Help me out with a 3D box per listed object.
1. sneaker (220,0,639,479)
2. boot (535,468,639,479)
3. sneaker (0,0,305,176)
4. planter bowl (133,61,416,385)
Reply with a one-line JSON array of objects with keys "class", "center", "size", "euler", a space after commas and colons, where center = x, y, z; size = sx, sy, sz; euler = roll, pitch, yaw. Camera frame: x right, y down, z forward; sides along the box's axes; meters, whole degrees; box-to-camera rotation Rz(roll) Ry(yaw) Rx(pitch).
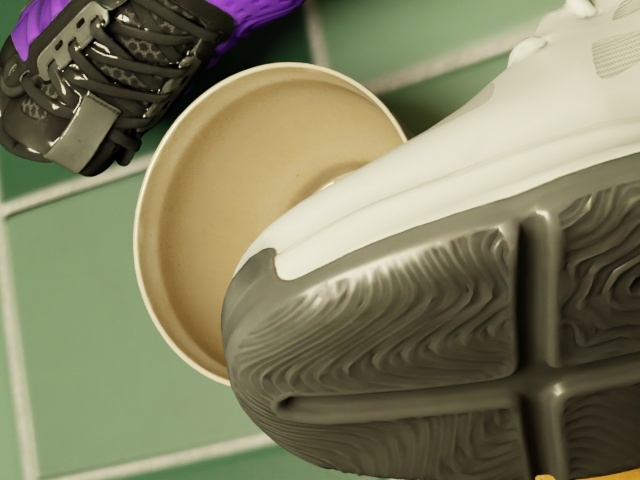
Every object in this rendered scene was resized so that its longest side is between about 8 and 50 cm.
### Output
[{"class": "sneaker", "center": [0.153, -0.076, 0.557], "size": [0.447, 0.169, 0.257], "euler": [-18, 49, -7]}, {"class": "boot", "center": [0.174, 0.144, 0.535], "size": [0.211, 0.104, 0.295], "euler": [49, 139, 22]}, {"class": "sneaker", "center": [-0.094, -0.102, 0.703], "size": [0.293, 0.102, 0.146], "euler": [-17, 43, 58]}, {"class": "planter bowl", "center": [0.000, 0.000, 0.703], "size": [0.162, 0.109, 0.162], "euler": [-5, 79, 27]}]
